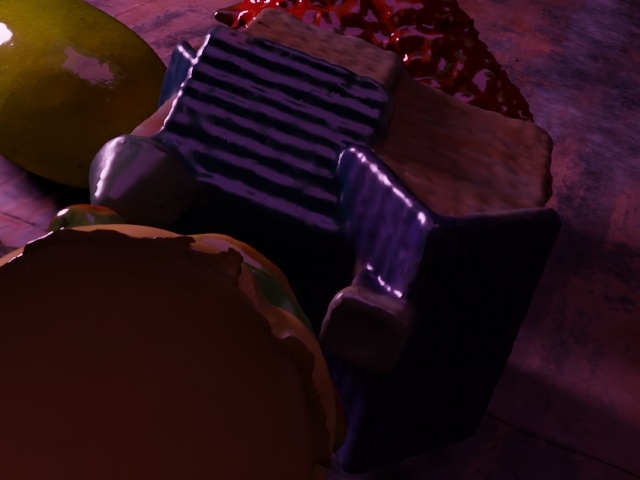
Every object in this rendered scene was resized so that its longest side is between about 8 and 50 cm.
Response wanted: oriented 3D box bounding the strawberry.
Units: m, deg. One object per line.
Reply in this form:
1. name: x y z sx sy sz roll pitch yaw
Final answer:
1. strawberry: 0.052 -0.121 1.054 0.292 0.292 0.343 -9 55 -40

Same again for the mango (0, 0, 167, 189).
1. mango: -0.271 -0.164 1.029 0.192 0.156 0.343 2 25 -43

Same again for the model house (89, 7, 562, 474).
1. model house: 0.000 0.000 0.765 0.312 0.245 0.280 21 29 2

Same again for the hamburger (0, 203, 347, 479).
1. hamburger: -0.103 0.090 0.582 0.237 0.237 0.149 17 5 1

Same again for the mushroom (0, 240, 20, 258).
1. mushroom: -0.283 -0.011 0.800 0.225 0.093 0.116 34 10 41
